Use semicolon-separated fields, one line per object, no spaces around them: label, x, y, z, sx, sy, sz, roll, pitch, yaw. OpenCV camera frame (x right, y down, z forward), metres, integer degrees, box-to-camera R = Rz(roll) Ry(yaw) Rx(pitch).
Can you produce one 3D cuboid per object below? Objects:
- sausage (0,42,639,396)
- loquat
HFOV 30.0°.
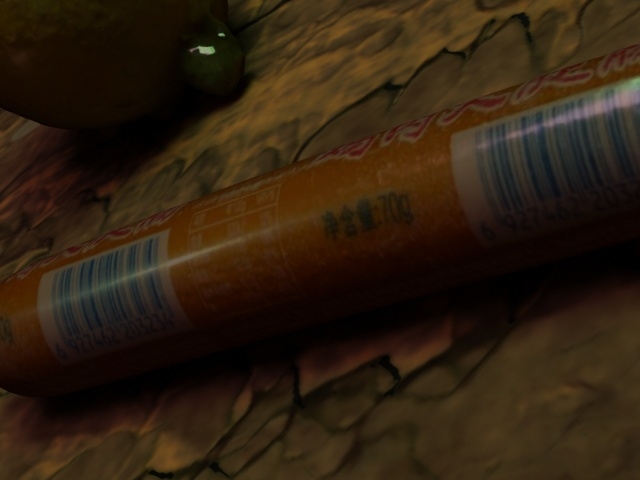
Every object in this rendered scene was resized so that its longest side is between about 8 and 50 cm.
sausage;0.000;0.000;0.384;0.347;0.053;0.053;-18;36;33
loquat;-0.123;-0.129;0.603;0.149;0.204;0.172;-54;-13;-3
